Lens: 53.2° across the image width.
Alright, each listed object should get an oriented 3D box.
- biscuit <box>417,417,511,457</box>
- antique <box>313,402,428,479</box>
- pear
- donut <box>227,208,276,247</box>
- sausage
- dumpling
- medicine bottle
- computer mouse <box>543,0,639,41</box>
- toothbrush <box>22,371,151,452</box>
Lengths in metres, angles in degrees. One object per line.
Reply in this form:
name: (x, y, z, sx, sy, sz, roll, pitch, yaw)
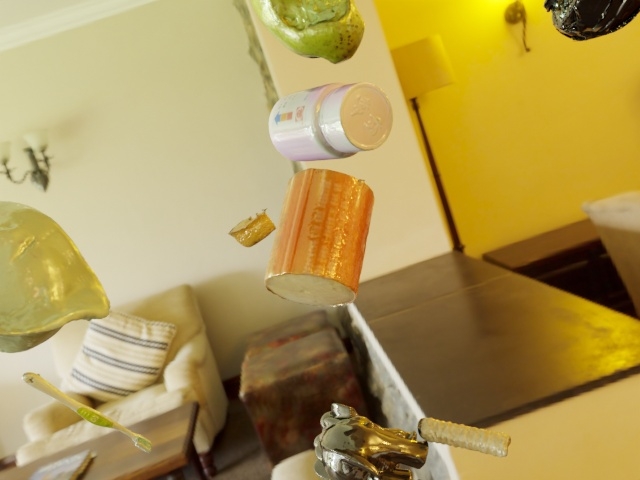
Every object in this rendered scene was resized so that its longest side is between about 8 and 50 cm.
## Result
biscuit: (0.329, 0.456, 1.480, 0.219, 0.055, 0.061, 1, 37, 31)
antique: (0.113, 0.516, 1.553, 0.255, 0.185, 0.322, 15, -8, 2)
pear: (-0.029, -0.540, 1.551, 0.239, 0.255, 0.164, -22, 7, 12)
donut: (-0.090, -0.017, 0.892, 0.083, 0.037, 0.067, -30, 9, 28)
sausage: (0.000, 0.000, 1.590, 0.233, 0.287, 0.233, 11, -23, 5)
dumpling: (-0.489, 0.076, 0.959, 0.321, 0.211, 0.269, -15, 48, 20)
medicine bottle: (0.017, -0.236, 1.277, 0.152, 0.151, 0.255, -23, 16, -32)
computer mouse: (0.440, -0.376, 0.984, 0.147, 0.077, 0.241, -5, -17, -5)
toothbrush: (-0.377, 0.283, 1.049, 0.022, 0.263, 0.026, -45, 30, 1)
